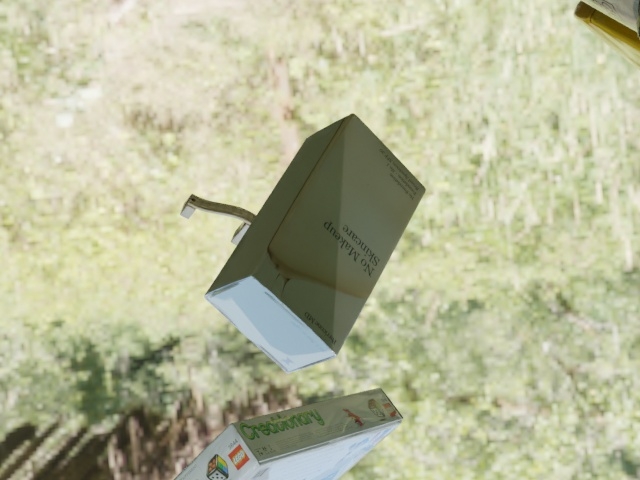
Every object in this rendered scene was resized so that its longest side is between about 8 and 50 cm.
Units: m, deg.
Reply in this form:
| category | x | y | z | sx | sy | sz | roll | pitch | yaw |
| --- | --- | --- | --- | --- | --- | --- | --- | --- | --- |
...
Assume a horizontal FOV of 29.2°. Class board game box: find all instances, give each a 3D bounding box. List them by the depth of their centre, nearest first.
| category | x | y | z | sx | sy | sz | roll | pitch | yaw |
| --- | --- | --- | --- | --- | --- | --- | --- | --- | --- |
| board game box | -0.055 | 0.246 | 1.284 | 0.193 | 0.053 | 0.305 | -45 | 160 | 22 |

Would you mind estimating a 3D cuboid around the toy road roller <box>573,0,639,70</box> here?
| category | x | y | z | sx | sy | sz | roll | pitch | yaw |
| --- | --- | --- | --- | --- | --- | --- | --- | --- | --- |
| toy road roller | 0.294 | -0.194 | 0.785 | 0.330 | 0.240 | 0.202 | 28 | -168 | -45 |

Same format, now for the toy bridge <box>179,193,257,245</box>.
| category | x | y | z | sx | sy | sz | roll | pitch | yaw |
| --- | --- | --- | --- | --- | --- | --- | --- | --- | --- |
| toy bridge | -0.109 | -0.015 | 1.786 | 0.188 | 0.026 | 0.063 | 29 | 141 | -12 |

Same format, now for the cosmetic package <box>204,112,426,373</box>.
| category | x | y | z | sx | sy | sz | roll | pitch | yaw |
| --- | --- | --- | --- | --- | --- | --- | --- | --- | --- |
| cosmetic package | 0.000 | 0.000 | 1.599 | 0.113 | 0.160 | 0.309 | -24 | -151 | 47 |
